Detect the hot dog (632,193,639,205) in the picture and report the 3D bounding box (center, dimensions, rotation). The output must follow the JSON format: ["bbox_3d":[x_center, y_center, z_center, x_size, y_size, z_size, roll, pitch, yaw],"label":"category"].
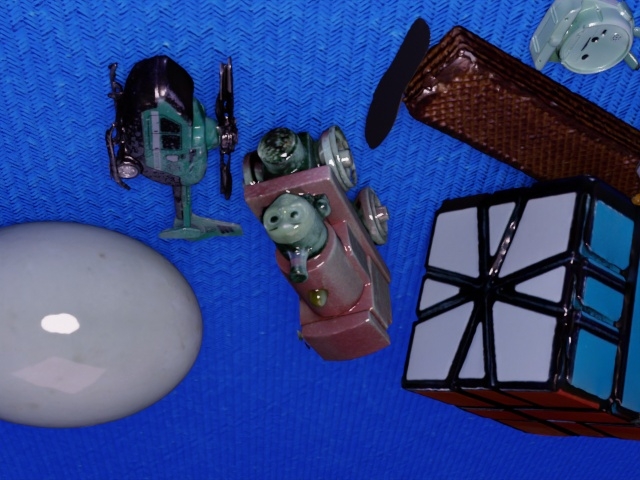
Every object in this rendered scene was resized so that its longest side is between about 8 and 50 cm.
[{"bbox_3d":[0.494,-0.107,1.366,0.083,0.068,0.289,12,137,-40],"label":"hot dog"}]

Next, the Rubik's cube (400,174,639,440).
[{"bbox_3d":[0.319,0.103,1.384,0.283,0.289,0.293,26,161,-36],"label":"Rubik's cube"}]

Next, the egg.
[{"bbox_3d":[-0.350,0.112,1.374,0.388,0.276,0.276,7,143,-18],"label":"egg"}]

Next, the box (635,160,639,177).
[{"bbox_3d":[0.529,-0.185,1.214,0.180,0.047,0.325,9,128,-15],"label":"box"}]

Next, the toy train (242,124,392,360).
[{"bbox_3d":[0.000,0.000,1.314,0.150,0.222,0.304,-15,143,16],"label":"toy train"}]

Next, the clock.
[{"bbox_3d":[0.318,-0.234,1.183,0.135,0.041,0.101,5,143,-15],"label":"clock"}]

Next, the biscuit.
[{"bbox_3d":[0.270,-0.143,1.280,0.388,0.073,0.107,21,136,-33],"label":"biscuit"}]

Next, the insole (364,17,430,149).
[{"bbox_3d":[0.089,-0.182,1.210,0.004,0.064,0.188,-2,141,-27],"label":"insole"}]

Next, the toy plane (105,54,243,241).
[{"bbox_3d":[-0.171,-0.103,1.243,0.155,0.106,0.382,-1,146,-5],"label":"toy plane"}]
